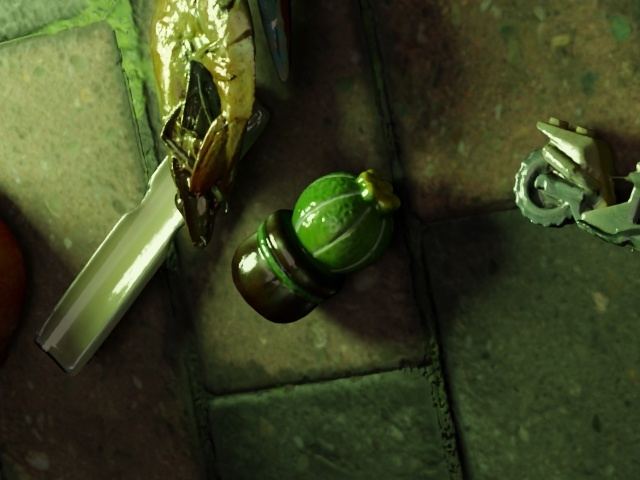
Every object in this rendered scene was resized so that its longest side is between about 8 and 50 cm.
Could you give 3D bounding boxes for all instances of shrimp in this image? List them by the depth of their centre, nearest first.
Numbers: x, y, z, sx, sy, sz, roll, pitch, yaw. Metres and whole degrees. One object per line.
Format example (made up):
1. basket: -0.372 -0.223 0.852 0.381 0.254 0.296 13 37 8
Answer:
1. shrimp: -0.100 -0.122 1.570 0.145 0.061 0.267 18 107 47

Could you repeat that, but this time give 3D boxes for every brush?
1. brush: -0.155 -0.009 1.668 0.060 0.050 0.321 42 104 17

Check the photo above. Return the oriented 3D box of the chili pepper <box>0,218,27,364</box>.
1. chili pepper: -0.458 0.065 1.675 0.229 0.305 0.251 51 123 17

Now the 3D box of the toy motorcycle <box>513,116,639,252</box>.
1. toy motorcycle: 0.270 -0.047 1.448 0.229 0.094 0.130 23 101 33

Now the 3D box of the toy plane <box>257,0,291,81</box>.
1. toy plane: -0.042 -0.304 1.544 0.223 0.104 0.326 -4 99 26

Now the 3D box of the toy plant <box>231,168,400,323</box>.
1. toy plant: 0.000 0.000 1.570 0.162 0.093 0.093 -38 81 24
